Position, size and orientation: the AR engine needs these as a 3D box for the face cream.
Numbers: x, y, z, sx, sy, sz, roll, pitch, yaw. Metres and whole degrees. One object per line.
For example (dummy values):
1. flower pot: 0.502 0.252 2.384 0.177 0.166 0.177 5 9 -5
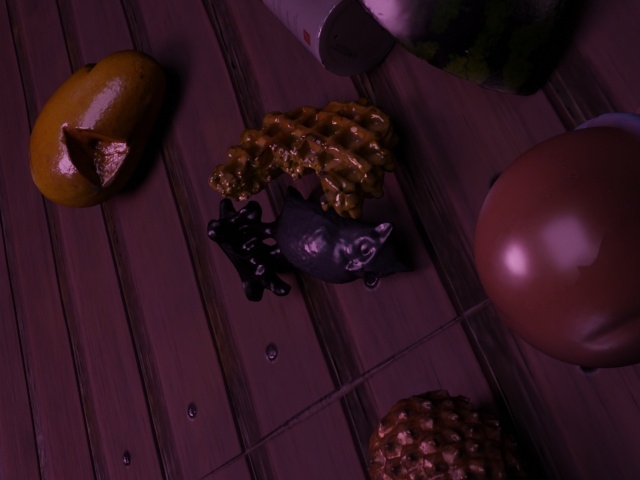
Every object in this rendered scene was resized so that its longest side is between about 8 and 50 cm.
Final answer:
1. face cream: -0.013 -0.267 0.798 0.095 0.096 0.214 -57 50 24

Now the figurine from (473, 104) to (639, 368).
1. figurine: 0.290 -0.066 0.370 0.277 0.248 0.388 38 124 9

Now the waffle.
1. waffle: -0.016 -0.083 0.750 0.194 0.051 0.149 0 46 27

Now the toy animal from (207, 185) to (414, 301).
1. toy animal: 0.004 -0.002 0.775 0.210 0.121 0.117 1 40 29

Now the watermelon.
1. watermelon: 0.130 -0.205 0.623 0.193 0.137 0.145 -26 63 16

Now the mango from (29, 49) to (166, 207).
1. mango: -0.309 -0.158 1.065 0.262 0.130 0.167 -53 54 21

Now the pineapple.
1. pineapple: 0.157 0.215 0.548 0.277 0.119 0.130 27 133 48
